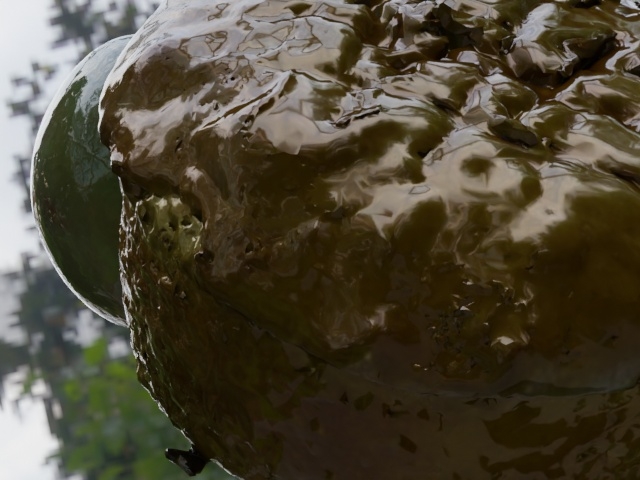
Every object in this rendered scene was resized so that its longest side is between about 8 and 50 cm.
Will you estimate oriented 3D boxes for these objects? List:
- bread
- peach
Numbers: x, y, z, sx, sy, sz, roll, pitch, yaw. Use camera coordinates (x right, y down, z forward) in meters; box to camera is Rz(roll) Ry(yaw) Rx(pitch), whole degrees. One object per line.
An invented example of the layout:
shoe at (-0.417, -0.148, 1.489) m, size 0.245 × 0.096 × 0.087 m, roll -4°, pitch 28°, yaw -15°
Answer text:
bread at (0.079, -0.016, 1.010) m, size 0.398 × 0.398 × 0.215 m, roll -6°, pitch -51°, yaw -23°
peach at (-0.083, -0.050, 1.396) m, size 0.292 × 0.247 × 0.292 m, roll -38°, pitch -8°, yaw -6°
